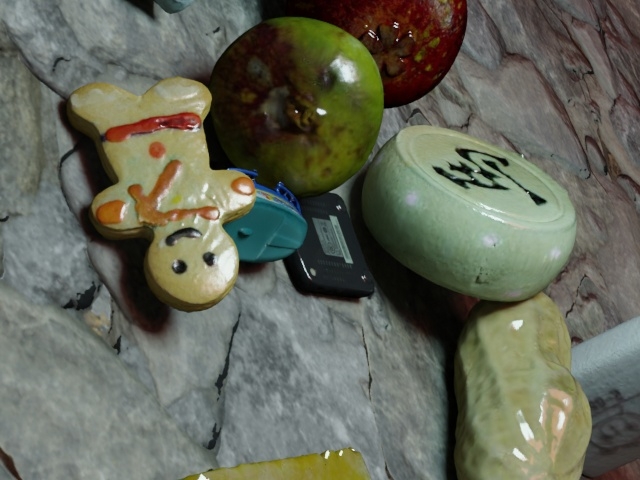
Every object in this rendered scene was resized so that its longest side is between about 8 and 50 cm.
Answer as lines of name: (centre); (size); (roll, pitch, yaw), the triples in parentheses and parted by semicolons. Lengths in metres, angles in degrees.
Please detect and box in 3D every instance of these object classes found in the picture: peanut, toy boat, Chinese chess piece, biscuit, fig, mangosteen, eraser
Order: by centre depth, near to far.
biscuit: (-0.135, -0.046, 1.282); (0.153, 0.030, 0.234); (-10, 66, -16)
toy boat: (-0.075, -0.032, 1.403); (0.110, 0.091, 0.175); (45, 16, 32)
fig: (-0.027, -0.141, 1.473); (0.181, 0.181, 0.191); (48, 11, -19)
peanut: (0.221, 0.176, 1.586); (0.152, 0.152, 0.313); (41, 33, -28)
Chinese chess piece: (0.170, -0.035, 1.635); (0.250, 0.101, 0.250); (19, 26, -10)
mangosteen: (0.059, -0.276, 1.687); (0.215, 0.215, 0.257); (41, 17, -29)
eraser: (0.391, 0.173, 1.711); (0.174, 0.270, 0.095); (44, 32, -26)

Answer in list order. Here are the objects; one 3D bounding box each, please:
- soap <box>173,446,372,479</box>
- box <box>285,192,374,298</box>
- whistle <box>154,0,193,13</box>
soap: (-0.038, 0.333, 1.060); (0.293, 0.156, 0.335); (10, 56, -58)
box: (0.000, 0.000, 1.523); (0.125, 0.027, 0.126); (9, 56, -52)
whistle: (-0.238, -0.339, 1.369); (0.346, 0.134, 0.142); (40, 67, -46)
